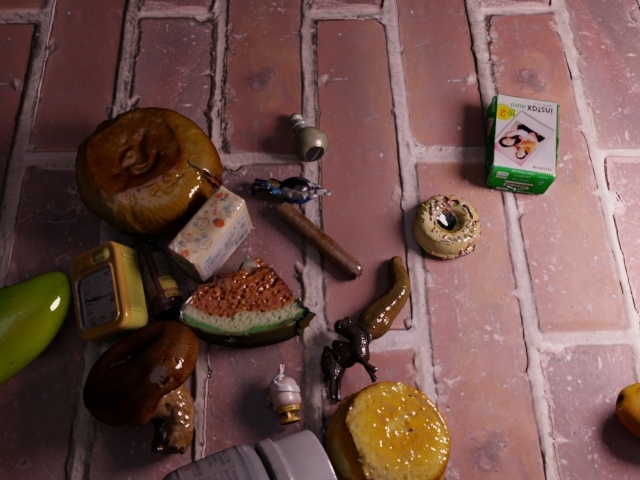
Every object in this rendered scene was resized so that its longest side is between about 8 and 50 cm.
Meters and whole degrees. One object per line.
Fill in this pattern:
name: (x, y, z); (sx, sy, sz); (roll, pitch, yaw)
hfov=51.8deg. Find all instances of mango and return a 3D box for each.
mango: (0.751, 0.366, 1.399); (0.253, 0.113, 0.139); (0, 61, -9)
mango: (-0.691, 0.192, 1.438); (0.343, 0.156, 0.192); (-41, 82, -22)

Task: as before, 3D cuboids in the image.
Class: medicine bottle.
medicine bottle: (-0.128, 0.509, 1.247); (0.306, 0.245, 0.245); (-17, 66, -18)

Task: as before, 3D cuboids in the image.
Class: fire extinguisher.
fire extinguisher: (-0.404, 0.069, 1.537); (0.106, 0.075, 0.252); (-18, 67, -18)

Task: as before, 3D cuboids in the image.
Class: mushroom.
mushroom: (-0.361, 0.289, 1.382); (0.267, 0.255, 0.267); (-6, 47, 7)

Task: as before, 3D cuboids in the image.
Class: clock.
clock: (-0.477, 0.117, 1.480); (0.143, 0.096, 0.202); (-22, 70, 16)

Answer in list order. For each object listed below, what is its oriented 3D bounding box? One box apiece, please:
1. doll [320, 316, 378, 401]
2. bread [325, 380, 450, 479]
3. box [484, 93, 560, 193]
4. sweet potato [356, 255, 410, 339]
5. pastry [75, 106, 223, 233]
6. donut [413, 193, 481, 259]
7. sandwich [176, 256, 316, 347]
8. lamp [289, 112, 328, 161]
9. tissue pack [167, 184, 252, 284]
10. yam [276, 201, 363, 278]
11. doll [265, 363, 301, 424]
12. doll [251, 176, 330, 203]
doll: (0.057, 0.253, 1.456); (0.139, 0.057, 0.165); (-32, 58, 14)
bread: (0.149, 0.412, 1.351); (0.268, 0.146, 0.269); (2, 64, -5)
box: (0.509, -0.247, 1.684); (0.180, 0.103, 0.250); (9, 66, 3)
sweet potato: (0.156, 0.136, 1.526); (0.081, 0.062, 0.233); (26, 65, 12)
pastry: (-0.416, -0.168, 1.602); (0.355, 0.164, 0.356); (1, 65, -3)
donut: (0.310, -0.038, 1.603); (0.174, 0.068, 0.175); (0, 65, 0)
sandwich: (-0.178, 0.150, 1.493); (0.292, 0.109, 0.212); (-17, 60, -11)
lamp: (-0.041, -0.275, 1.708); (0.090, 0.091, 0.163); (-18, 51, -9)
tissue pack: (-0.255, -0.008, 1.539); (0.092, 0.148, 0.196); (30, 68, 15)
yam: (0.000, 0.000, 1.593); (0.264, 0.046, 0.046); (39, 71, 16)
doll: (-0.085, 0.334, 1.429); (0.084, 0.073, 0.127); (-24, 66, 24)
doll: (-0.071, -0.127, 1.637); (0.195, 0.070, 0.096); (5, 29, 5)
